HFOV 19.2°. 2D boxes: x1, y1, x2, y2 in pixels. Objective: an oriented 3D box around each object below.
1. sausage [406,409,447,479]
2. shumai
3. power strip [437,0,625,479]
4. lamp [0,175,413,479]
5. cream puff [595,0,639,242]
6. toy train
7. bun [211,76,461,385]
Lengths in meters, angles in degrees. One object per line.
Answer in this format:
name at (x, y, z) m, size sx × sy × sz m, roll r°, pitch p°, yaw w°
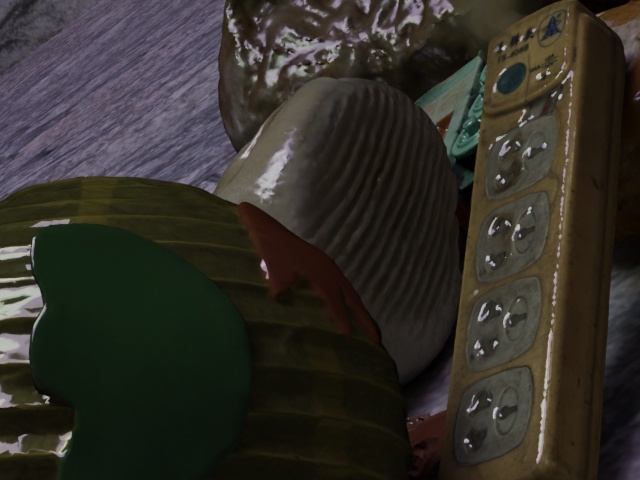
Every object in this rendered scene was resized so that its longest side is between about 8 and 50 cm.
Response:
sausage at (0.033, 0.101, 0.893) m, size 0.158 × 0.036 × 0.042 m, roll -15°, pitch 39°, yaw 46°
shumai at (0.112, -0.162, 1.325) m, size 0.283 × 0.217 × 0.346 m, roll 16°, pitch 58°, yaw 32°
power strip at (0.096, 0.001, 0.845) m, size 0.064 × 0.044 × 0.305 m, roll -25°, pitch 41°, yaw 39°
lamp at (-0.084, 0.115, 0.768) m, size 0.250 × 0.250 × 0.284 m, roll -19°, pitch 65°, yaw 43°
cream puff at (0.163, -0.056, 0.956) m, size 0.144 × 0.103 × 0.126 m, roll -21°, pitch 38°, yaw 48°
toy train at (0.096, -0.051, 1.139) m, size 0.118 × 0.074 × 0.176 m, roll -36°, pitch 19°, yaw 33°
bun at (0.000, 0.000, 1.012) m, size 0.113 × 0.166 × 0.173 m, roll -12°, pitch 12°, yaw 36°
